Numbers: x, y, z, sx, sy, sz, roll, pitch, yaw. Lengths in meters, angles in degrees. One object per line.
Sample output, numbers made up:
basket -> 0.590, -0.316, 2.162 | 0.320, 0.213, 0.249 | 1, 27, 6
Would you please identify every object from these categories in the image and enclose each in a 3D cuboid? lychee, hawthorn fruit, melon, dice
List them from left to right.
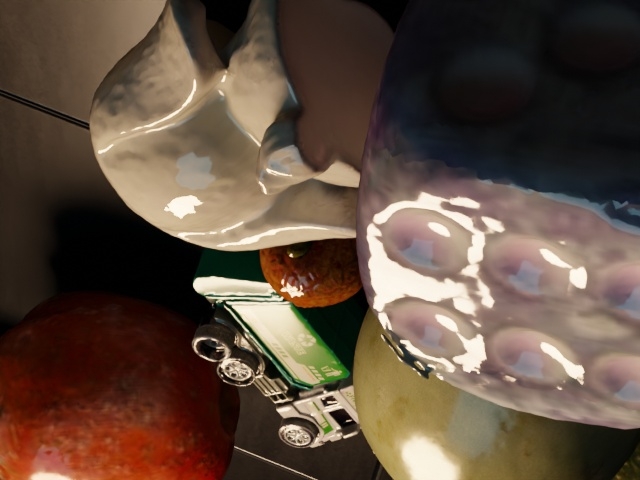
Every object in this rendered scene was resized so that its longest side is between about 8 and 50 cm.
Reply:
hawthorn fruit -> -0.221, 0.182, 1.895 | 0.284, 0.284, 0.284 | 17, 146, 12
lychee -> 0.000, -0.001, 1.646 | 0.114, 0.101, 0.140 | -21, 137, -2
melon -> 0.154, 0.104, 1.552 | 0.272, 0.271, 0.308 | 9, 148, 23
dice -> 0.187, -0.051, 1.297 | 0.270, 0.271, 0.270 | 13, 145, 17

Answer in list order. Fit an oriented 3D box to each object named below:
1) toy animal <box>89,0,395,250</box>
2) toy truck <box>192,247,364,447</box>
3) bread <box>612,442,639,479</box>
toy animal -> -0.067, -0.095, 1.466 | 0.265, 0.206, 0.271 | -14, 133, 39
toy truck -> -0.032, 0.087, 1.781 | 0.124, 0.114, 0.253 | -17, 129, 32
bread -> 0.260, 0.229, 1.718 | 0.124, 0.186, 0.257 | 36, 137, -8
